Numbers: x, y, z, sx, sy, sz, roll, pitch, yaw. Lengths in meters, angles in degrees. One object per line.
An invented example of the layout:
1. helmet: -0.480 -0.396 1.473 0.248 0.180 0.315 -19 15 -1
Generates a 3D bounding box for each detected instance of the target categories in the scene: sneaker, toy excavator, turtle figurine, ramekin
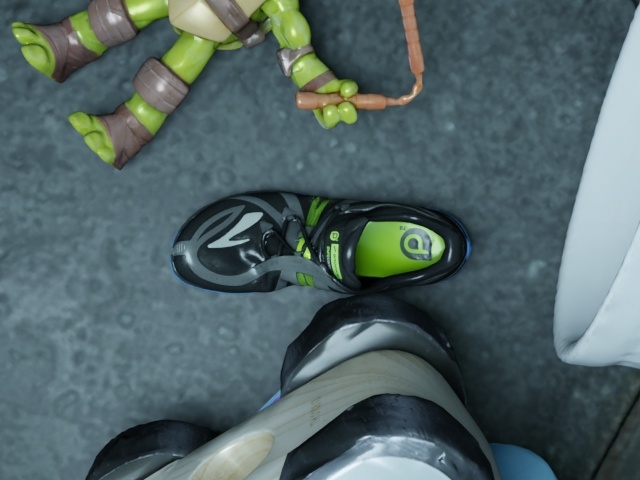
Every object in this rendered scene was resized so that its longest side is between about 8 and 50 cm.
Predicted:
1. sneaker: 0.000 0.000 0.885 0.188 0.078 0.067 0 88 0
2. toy excavator: -0.004 0.323 0.793 0.433 0.222 0.445 -32 102 6
3. turtle figurine: -0.078 -0.159 0.884 0.217 0.087 0.269 -34 98 6
4. ramekin: 0.234 -0.048 0.787 0.135 0.277 0.277 16 88 2

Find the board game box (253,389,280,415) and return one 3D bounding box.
1. board game box: -0.003 0.157 0.886 0.168 0.033 0.133 -44 74 -1
